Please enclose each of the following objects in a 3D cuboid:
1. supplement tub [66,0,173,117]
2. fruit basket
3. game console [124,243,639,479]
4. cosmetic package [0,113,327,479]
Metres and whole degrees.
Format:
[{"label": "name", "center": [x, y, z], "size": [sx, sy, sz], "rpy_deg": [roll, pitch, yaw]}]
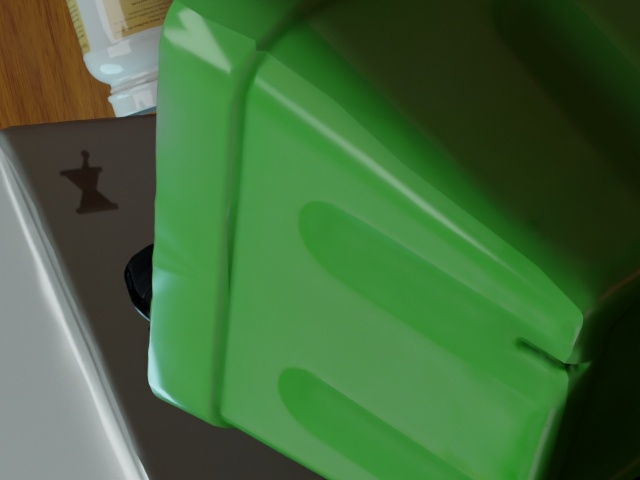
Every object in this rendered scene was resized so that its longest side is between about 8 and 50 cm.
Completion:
[{"label": "supplement tub", "center": [-0.132, -0.207, 1.509], "size": [0.144, 0.144, 0.199], "rpy_deg": [-7, 100, 69]}, {"label": "fruit basket", "center": [0.065, -0.112, 0.767], "size": [0.392, 0.392, 0.283], "rpy_deg": [58, 156, 33]}, {"label": "game console", "center": [0.074, 0.079, 0.918], "size": [0.044, 0.361, 0.213], "rpy_deg": [-68, 15, 0]}, {"label": "cosmetic package", "center": [-0.120, 0.140, 1.335], "size": [0.394, 0.329, 0.327], "rpy_deg": [-41, 67, 44]}]
